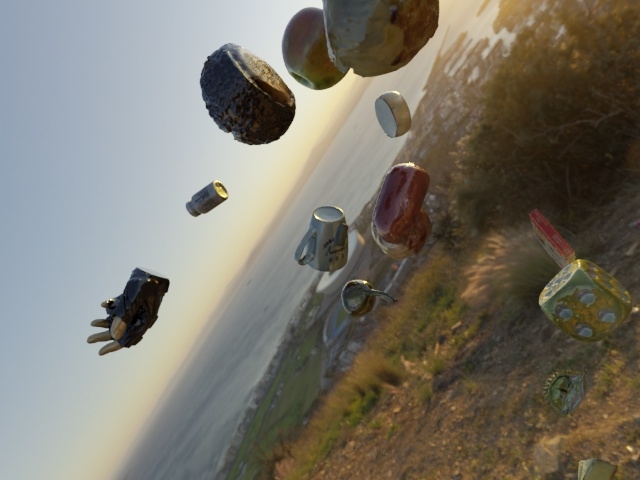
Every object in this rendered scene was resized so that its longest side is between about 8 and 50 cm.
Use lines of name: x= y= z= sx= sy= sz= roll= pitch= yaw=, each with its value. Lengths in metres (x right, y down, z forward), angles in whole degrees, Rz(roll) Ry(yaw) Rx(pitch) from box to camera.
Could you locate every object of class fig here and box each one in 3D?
fig: x=0.188 y=0.218 z=1.713 sx=0.245 sy=0.149 sz=0.149 roll=-15 pitch=38 yaw=48

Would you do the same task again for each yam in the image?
yam: x=0.073 y=-0.015 z=1.611 sx=0.043 sy=0.043 sz=0.094 roll=138 pitch=146 yaw=-66

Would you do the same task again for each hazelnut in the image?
hazelnut: x=0.337 y=-0.054 z=1.872 sx=0.261 sy=0.261 sz=0.241 roll=-69 pitch=-27 yaw=-56

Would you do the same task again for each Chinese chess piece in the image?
Chinese chess piece: x=0.194 y=-0.337 z=1.192 sx=0.051 sy=0.122 sz=0.122 roll=-27 pitch=3 yaw=-8

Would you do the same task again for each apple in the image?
apple: x=-0.013 y=-0.610 z=1.437 sx=0.246 sy=0.246 sz=0.226 roll=-101 pitch=34 yaw=-80

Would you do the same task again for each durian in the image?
durian: x=0.914 y=0.546 z=1.666 sx=0.208 sy=0.146 sz=0.102 roll=-41 pitch=-1 yaw=-6

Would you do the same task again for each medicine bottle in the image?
medicine bottle: x=-0.391 y=-0.140 z=1.530 sx=0.140 sy=0.079 sz=0.079 roll=-30 pitch=17 yaw=21

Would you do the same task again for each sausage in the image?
sausage: x=0.237 y=-0.119 z=1.326 sx=0.254 sy=0.148 sz=0.148 roll=-65 pitch=8 yaw=-11

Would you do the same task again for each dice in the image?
dice: x=1.021 y=0.233 z=1.728 sx=0.227 sy=0.238 sz=0.233 roll=-33 pitch=-21 yaw=-57

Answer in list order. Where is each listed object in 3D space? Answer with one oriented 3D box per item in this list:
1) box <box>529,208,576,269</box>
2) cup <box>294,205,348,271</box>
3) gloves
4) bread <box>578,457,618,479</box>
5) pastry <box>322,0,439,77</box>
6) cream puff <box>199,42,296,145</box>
box: x=1.075 y=0.020 z=2.055 sx=0.048 sy=0.265 sz=0.273 roll=-34 pitch=50 yaw=13
cup: x=0.000 y=0.000 z=1.846 sx=0.258 sy=0.186 sz=0.234 roll=-27 pitch=-45 yaw=-32
gloves: x=-0.428 y=0.161 z=0.993 sx=0.203 sy=0.124 sz=0.164 roll=-67 pitch=18 yaw=-8
bread: x=0.809 y=0.706 z=1.309 sx=0.080 sy=0.084 sz=0.109 roll=111 pitch=-177 yaw=-57
pastry: x=0.112 y=-0.471 z=0.874 sx=0.170 sy=0.237 sz=0.255 roll=-10 pitch=-86 yaw=-77
cream puff: x=-0.172 y=-0.329 z=1.034 sx=0.165 sy=0.239 sz=0.239 roll=-40 pitch=14 yaw=26
